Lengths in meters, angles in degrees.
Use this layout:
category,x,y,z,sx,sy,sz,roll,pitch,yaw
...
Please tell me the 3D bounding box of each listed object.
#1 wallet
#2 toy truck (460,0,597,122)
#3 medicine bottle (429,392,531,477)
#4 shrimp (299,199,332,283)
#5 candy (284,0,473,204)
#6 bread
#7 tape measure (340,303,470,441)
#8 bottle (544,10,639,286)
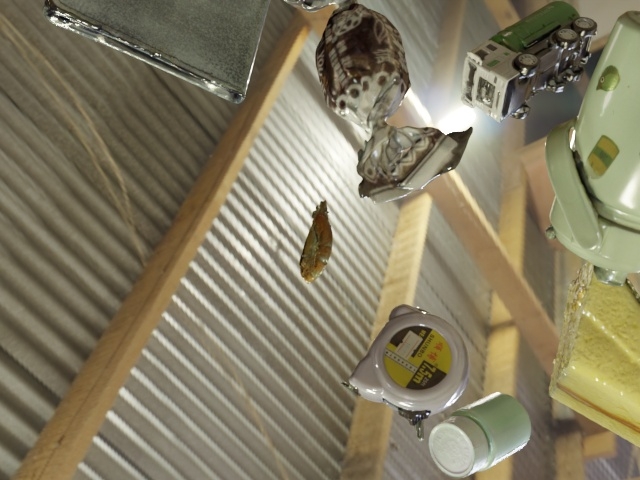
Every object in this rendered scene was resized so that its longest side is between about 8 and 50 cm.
category,x,y,z,sx,sy,sz,roll,pitch,yaw
wallet,-0.163,-0.253,0.795,0.222,0.036,0.167,22,-120,-23
toy truck,0.325,-0.287,1.176,0.242,0.101,0.125,-34,-123,-24
medicine bottle,0.356,0.431,1.683,0.225,0.139,0.139,-9,-103,-45
shrimp,0.000,0.000,1.360,0.043,0.091,0.184,27,-138,-21
candy,0.030,-0.129,0.499,0.051,0.093,0.227,34,-141,-60
bread,0.568,0.226,1.302,0.346,0.404,0.242,88,-153,-79
tape measure,0.163,0.220,1.301,0.196,0.178,0.105,-50,-23,-16
bottle,0.424,-0.113,1.022,0.229,0.352,0.229,12,-150,-7
